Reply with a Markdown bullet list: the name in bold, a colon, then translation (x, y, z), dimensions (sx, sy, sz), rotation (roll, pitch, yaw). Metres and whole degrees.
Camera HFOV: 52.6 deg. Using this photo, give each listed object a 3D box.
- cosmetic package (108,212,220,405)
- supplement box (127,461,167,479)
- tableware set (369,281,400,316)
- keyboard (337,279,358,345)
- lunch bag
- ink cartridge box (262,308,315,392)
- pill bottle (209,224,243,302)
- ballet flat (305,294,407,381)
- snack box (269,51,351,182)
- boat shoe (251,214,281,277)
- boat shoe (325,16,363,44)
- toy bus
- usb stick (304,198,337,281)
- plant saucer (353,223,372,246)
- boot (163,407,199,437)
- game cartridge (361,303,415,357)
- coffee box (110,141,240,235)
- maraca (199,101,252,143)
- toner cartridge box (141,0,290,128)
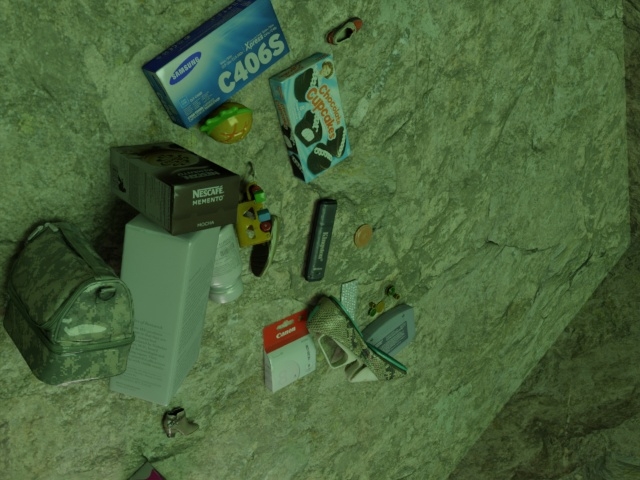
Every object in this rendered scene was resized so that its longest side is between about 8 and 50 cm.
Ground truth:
- **cosmetic package**: translation (-0.378, 0.143, 1.580), dimensions (0.230, 0.162, 0.452), rotation (-66, 170, -67)
- **supplement box**: translation (-0.486, 0.784, 1.953), dimensions (0.114, 0.111, 0.220), rotation (-41, 133, -20)
- **tableware set**: translation (0.240, 0.225, 2.427), dimensions (0.154, 0.024, 0.103), rotation (-22, 125, -36)
- **keyboard**: translation (0.096, 0.259, 2.313), dimensions (0.072, 0.014, 0.255), rotation (-18, 122, -37)
- **lunch bag**: translation (-0.543, 0.126, 1.412), dimensions (0.213, 0.305, 0.255), rotation (2, 115, -44)
- **ink cartridge box**: translation (-0.101, 0.366, 2.150), dimensions (0.189, 0.066, 0.232), rotation (-21, 128, -36)
- **pill bottle**: translation (-0.280, 0.050, 1.747), dimensions (0.131, 0.131, 0.229), rotation (-32, 130, -29)
- **ballet flat**: translation (0.110, 0.384, 2.255), dimensions (0.182, 0.164, 0.483), rotation (-48, 122, -7)
- **snack box**: translation (-0.022, -0.346, 1.841), dimensions (0.187, 0.060, 0.321), rotation (-36, 132, -26)
- **boat shoe**: translation (-0.149, 0.018, 1.912), dimensions (0.072, 0.068, 0.189), rotation (-3, 113, -56)
- **boat shoe**: translation (0.074, -0.587, 1.820), dimensions (0.137, 0.043, 0.049), rotation (-36, 130, -27)
- **toy bus**: translation (-0.201, -0.077, 1.764), dimensions (0.105, 0.202, 0.190), rotation (-14, 132, -9)
- **usb stick**: translation (0.000, 0.000, 2.058), dimensions (0.077, 0.045, 0.277), rotation (-8, 117, -43)
- **plant saucer**: translation (0.148, -0.016, 2.217), dimensions (0.084, 0.013, 0.083), rotation (-23, 126, -35)
- **boot**: translation (-0.416, 0.542, 1.945), dimensions (0.119, 0.042, 0.086), rotation (-10, 115, -41)
- **game cartridge**: translation (0.249, 0.376, 2.496), dimensions (0.294, 0.060, 0.195), rotation (-32, 134, -29)
- **coffee box**: translation (-0.335, -0.127, 1.476), dimensions (0.168, 0.297, 0.118), rotation (-14, 120, -40)
- **maraca**: translation (-0.231, -0.294, 1.606), dimensions (0.127, 0.099, 0.186), rotation (-33, 177, 10)
- **toner cartridge box**: translation (-0.243, -0.439, 1.566), dimensions (0.348, 0.075, 0.165), rotation (-43, 134, -19)
